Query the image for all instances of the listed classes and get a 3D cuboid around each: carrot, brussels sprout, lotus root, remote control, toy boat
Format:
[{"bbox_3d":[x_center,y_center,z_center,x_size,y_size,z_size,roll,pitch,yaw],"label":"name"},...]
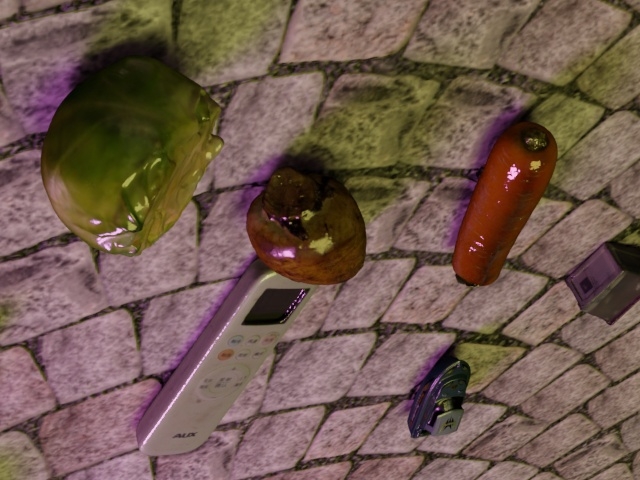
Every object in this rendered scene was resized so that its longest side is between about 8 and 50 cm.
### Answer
[{"bbox_3d":[0.184,-0.040,1.707,0.067,0.067,0.225,-12,147,-23],"label":"carrot"},{"bbox_3d":[-0.158,-0.070,1.366,0.151,0.122,0.149,-50,171,-35],"label":"brussels sprout"},{"bbox_3d":[0.000,0.000,1.607,0.108,0.094,0.190,1,159,21],"label":"lotus root"},{"bbox_3d":[-0.098,0.120,1.753,0.090,0.038,0.309,3,137,-39],"label":"remote control"},{"bbox_3d":[0.145,0.183,2.007,0.055,0.060,0.141,-10,141,-24],"label":"toy boat"}]

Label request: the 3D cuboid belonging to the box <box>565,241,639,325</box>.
[{"bbox_3d":[0.333,0.046,1.951,0.063,0.060,0.084,19,127,-40],"label":"box"}]
